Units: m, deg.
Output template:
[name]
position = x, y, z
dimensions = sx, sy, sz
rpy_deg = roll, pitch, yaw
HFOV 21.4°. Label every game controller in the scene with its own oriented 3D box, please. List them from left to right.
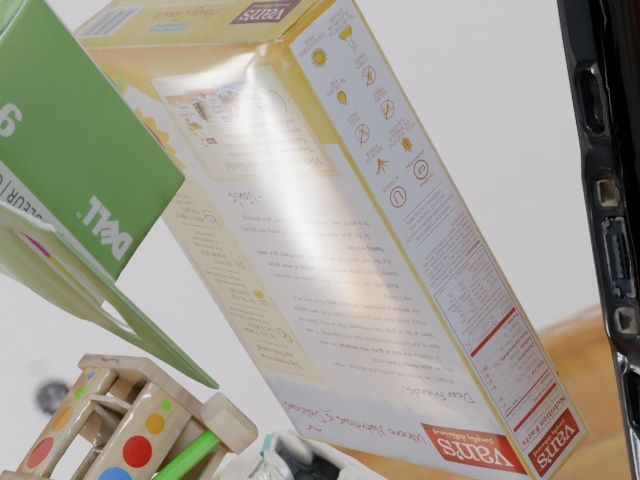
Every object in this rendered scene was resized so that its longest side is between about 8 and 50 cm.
[game controller]
position = 0.133, -0.018, 0.575
dimensions = 0.067, 0.319, 0.166
rpy_deg = -6, 14, 24

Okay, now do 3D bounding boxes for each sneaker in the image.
[sneaker]
position = -0.017, 0.160, 1.158
dimensions = 0.212, 0.094, 0.080
rpy_deg = 4, 54, 56

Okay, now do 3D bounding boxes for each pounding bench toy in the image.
[pounding bench toy]
position = -0.065, 0.082, 0.595
dimensions = 0.083, 0.052, 0.065
rpy_deg = -4, 48, 56

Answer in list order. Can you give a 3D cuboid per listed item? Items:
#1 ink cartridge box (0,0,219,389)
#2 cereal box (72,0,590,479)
[ink cartridge box]
position = -0.113, -0.040, 0.523
dimensions = 0.209, 0.109, 0.062
rpy_deg = 26, 73, 32
[cereal box]
position = 0.000, 0.000, 0.745
dimensions = 0.173, 0.240, 0.047
rpy_deg = 6, 45, 51
